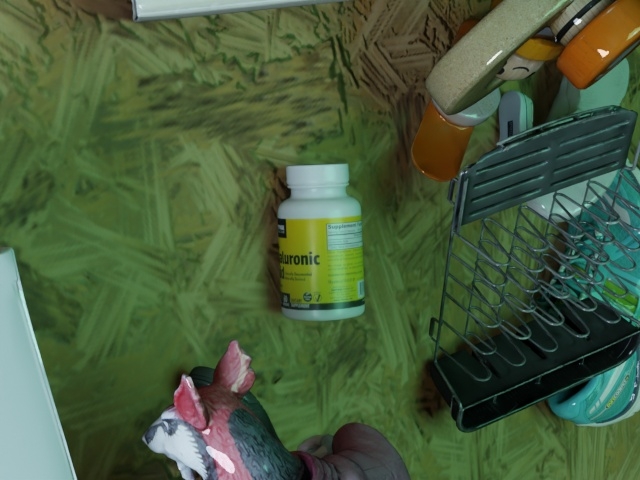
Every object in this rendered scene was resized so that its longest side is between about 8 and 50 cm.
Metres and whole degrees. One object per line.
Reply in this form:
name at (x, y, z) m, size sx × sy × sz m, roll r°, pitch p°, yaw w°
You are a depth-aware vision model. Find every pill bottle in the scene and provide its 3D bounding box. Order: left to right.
pill bottle at (0.000, 0.000, 0.949) m, size 0.065 × 0.065 × 0.116 m, roll -6°, pitch 96°, yaw -47°

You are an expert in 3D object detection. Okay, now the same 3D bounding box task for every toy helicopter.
toy helicopter at (0.190, -0.177, 1.070) m, size 0.140 × 0.235 × 0.355 m, roll 48°, pitch 33°, yaw 7°

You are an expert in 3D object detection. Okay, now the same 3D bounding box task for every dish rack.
dish rack at (0.192, 0.020, 1.052) m, size 0.208 × 0.074 × 0.271 m, roll -20°, pitch 135°, yaw -25°

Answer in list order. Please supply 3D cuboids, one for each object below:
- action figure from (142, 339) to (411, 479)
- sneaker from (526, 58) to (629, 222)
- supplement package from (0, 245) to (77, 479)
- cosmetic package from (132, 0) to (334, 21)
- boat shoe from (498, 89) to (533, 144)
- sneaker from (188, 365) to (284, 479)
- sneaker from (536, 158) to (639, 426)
action figure at (-0.026, 0.238, 0.754) m, size 0.248 × 0.276 × 0.370 m, roll -26°, pitch 120°, yaw -20°
sneaker at (0.236, -0.087, 1.178) m, size 0.080 × 0.094 × 0.212 m, roll 26°, pitch 56°, yaw 1°
supplement package at (-0.243, 0.155, 0.639) m, size 0.204 × 0.145 × 0.262 m, roll -27°, pitch 110°, yaw -43°
cosmetic package at (0.017, -0.229, 0.803) m, size 0.296 × 0.129 × 0.153 m, roll -6°, pitch 98°, yaw -9°
boat shoe at (0.185, -0.089, 1.166) m, size 0.035 × 0.035 × 0.100 m, roll 12°, pitch 77°, yaw -44°
sneaker at (-0.063, 0.177, 0.900) m, size 0.089 × 0.051 × 0.170 m, roll -56°, pitch 131°, yaw -33°
sneaker at (0.270, 0.046, 1.219) m, size 0.110 × 0.107 × 0.275 m, roll 0°, pitch 90°, yaw -34°
